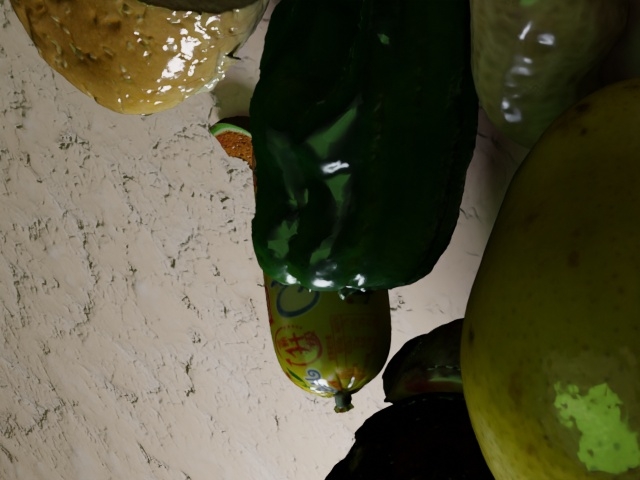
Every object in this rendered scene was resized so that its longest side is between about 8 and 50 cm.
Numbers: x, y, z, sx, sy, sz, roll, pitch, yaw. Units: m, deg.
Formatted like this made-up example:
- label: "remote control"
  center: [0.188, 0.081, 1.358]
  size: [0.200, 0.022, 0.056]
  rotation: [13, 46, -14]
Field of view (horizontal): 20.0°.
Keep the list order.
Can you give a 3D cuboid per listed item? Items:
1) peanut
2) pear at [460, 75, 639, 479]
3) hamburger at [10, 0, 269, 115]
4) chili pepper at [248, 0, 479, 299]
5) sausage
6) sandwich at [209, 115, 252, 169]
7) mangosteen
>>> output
- label: "peanut"
  center: [0.195, -0.166, 1.549]
  size: [0.137, 0.122, 0.253]
  rotation: [-3, 132, -1]
- label: "pear"
  center: [0.286, 0.085, 1.458]
  size: [0.362, 0.362, 0.418]
  rotation: [-31, 72, 54]
- label: "hamburger"
  center: [-0.198, -0.232, 1.899]
  size: [0.330, 0.162, 0.209]
  rotation: [25, 134, 27]
- label: "chili pepper"
  center: [0.033, -0.130, 1.630]
  size: [0.213, 0.167, 0.384]
  rotation: [10, 102, 19]
- label: "sausage"
  center: [0.000, 0.000, 1.809]
  size: [0.123, 0.123, 0.347]
  rotation: [-33, 60, 54]
- label: "sandwich"
  center: [-0.064, -0.098, 1.970]
  size: [0.135, 0.029, 0.067]
  rotation: [35, 145, 22]
- label: "mangosteen"
  center: [0.177, 0.275, 1.720]
  size: [0.381, 0.381, 0.421]
  rotation: [24, 99, 34]
